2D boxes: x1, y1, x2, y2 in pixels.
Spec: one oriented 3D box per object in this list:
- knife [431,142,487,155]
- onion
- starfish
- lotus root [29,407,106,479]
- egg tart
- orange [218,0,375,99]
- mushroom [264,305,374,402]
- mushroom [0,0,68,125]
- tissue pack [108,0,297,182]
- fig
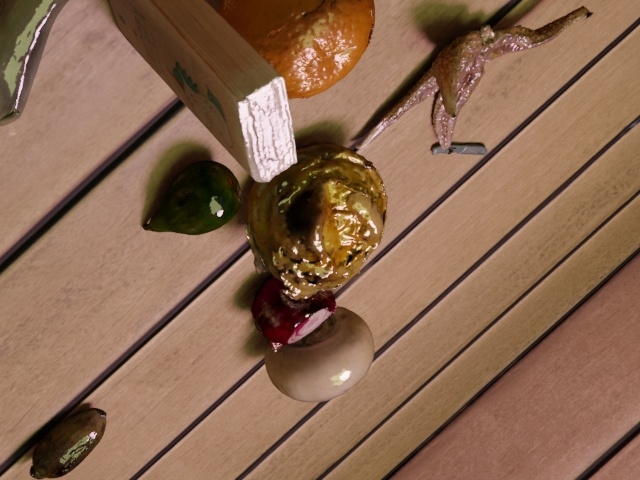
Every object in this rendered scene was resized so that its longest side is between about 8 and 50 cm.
[{"bbox_3d":[0.297,-0.192,2.207,0.210,0.015,0.028,-6,130,-49],"label":"knife"},{"bbox_3d":[-0.074,0.141,2.113,0.173,0.135,0.198,-18,159,-42],"label":"onion"},{"bbox_3d":[0.277,-0.290,1.923,0.398,0.132,0.384,-26,159,-53],"label":"starfish"},{"bbox_3d":[-0.478,0.389,1.987,0.179,0.080,0.089,-41,153,-3],"label":"lotus root"},{"bbox_3d":[0.005,-0.026,1.843,0.297,0.132,0.297,-9,115,-21],"label":"egg tart"},{"bbox_3d":[-0.035,-0.303,1.436,0.219,0.193,0.219,-24,133,-29],"label":"orange"},{"bbox_3d":[-0.007,0.224,2.238,0.246,0.246,0.202,-29,112,-23],"label":"mushroom"},{"bbox_3d":[-0.347,-0.248,1.227,0.278,0.099,0.096,-55,155,18],"label":"mushroom"},{"bbox_3d":[-0.151,-0.225,1.253,0.071,0.325,0.170,-35,151,-14],"label":"tissue pack"},{"bbox_3d":[-0.209,-0.050,1.685,0.177,0.117,0.117,-38,154,16],"label":"fig"}]
